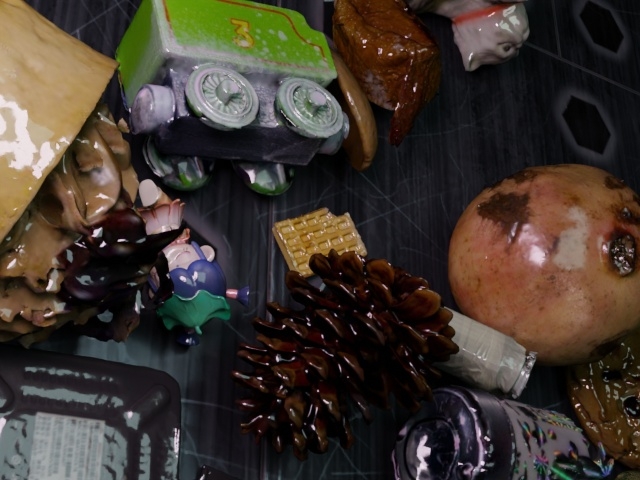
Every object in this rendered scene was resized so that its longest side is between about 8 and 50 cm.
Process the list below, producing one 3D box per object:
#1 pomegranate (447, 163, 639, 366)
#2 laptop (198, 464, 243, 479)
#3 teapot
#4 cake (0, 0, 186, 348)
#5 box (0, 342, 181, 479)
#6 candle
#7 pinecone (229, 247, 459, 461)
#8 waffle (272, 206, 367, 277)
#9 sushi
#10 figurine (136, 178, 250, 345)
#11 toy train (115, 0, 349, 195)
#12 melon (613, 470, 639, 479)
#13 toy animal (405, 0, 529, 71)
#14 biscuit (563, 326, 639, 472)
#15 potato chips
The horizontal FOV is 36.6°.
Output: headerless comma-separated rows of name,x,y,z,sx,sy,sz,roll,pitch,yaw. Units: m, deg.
pomegranate,0.350,0.036,1.441,0.322,0.322,0.322,15,60,-28
laptop,-0.104,0.374,1.125,0.135,0.016,0.197,28,55,-22
teapot,0.197,0.161,1.363,0.200,0.107,0.077,25,49,13
cake,-0.284,-0.043,1.013,0.321,0.332,0.332,35,52,-17
box,-0.285,0.258,1.020,0.288,0.073,0.290,15,60,-28
candle,0.269,0.312,1.305,0.330,0.187,0.188,18,58,-28
pinecone,0.020,0.149,1.186,0.292,0.246,0.246,-41,93,-24
waffle,0.000,0.000,1.378,0.135,0.021,0.092,-20,80,-39
sushi,0.104,-0.286,1.505,0.166,0.179,0.296,-22,51,-18
figurine,-0.171,0.024,1.189,0.195,0.111,0.102,64,11,15
toy train,-0.118,-0.201,1.310,0.307,0.173,0.249,3,57,-33
melon,0.507,0.417,1.471,0.162,0.099,0.099,43,50,-3
toy animal,0.221,-0.393,1.649,0.266,0.188,0.307,35,41,22
biscuit,0.517,0.239,1.581,0.295,0.075,0.296,15,60,-28
potato chips,0.040,-0.205,1.428,0.049,0.150,0.202,-22,64,-13
